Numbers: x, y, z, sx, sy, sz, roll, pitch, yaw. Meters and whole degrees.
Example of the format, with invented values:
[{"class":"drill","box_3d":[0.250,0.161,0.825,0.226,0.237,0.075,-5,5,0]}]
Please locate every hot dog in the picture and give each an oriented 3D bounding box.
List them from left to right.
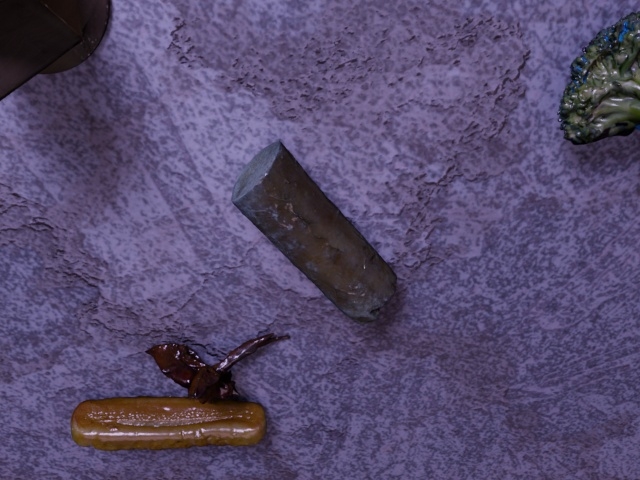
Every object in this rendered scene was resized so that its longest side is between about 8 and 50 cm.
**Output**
[{"class":"hot dog","box_3d":[-0.224,0.278,0.858,0.286,0.087,0.061,5,126,-4]}]

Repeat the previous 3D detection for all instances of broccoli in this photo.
[{"class":"broccoli","box_3d":[0.343,-0.159,0.595,0.167,0.160,0.154,-14,149,-8]}]

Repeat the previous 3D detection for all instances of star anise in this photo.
[{"class":"star anise","box_3d":[-0.142,0.164,0.806,0.140,0.158,0.144,35,80,-32]}]

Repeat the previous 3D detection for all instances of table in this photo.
[{"class":"table","box_3d":[-0.290,-0.196,0.482,0.167,0.226,0.167,-2,121,-4]}]

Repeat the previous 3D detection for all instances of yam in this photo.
[{"class":"yam","box_3d":[0.000,0.000,0.703,0.093,0.093,0.259,-35,117,16]}]
